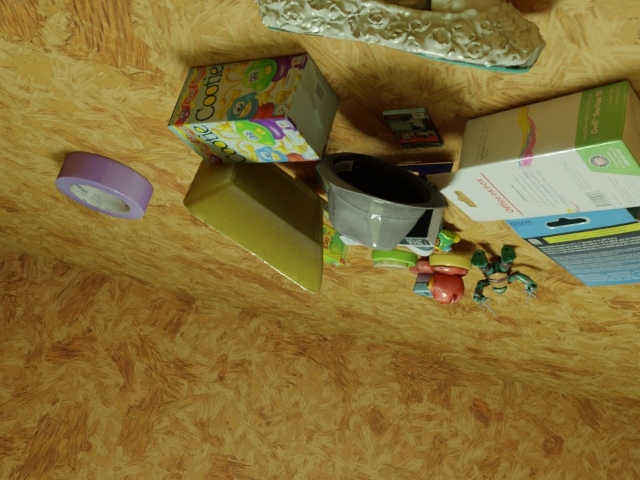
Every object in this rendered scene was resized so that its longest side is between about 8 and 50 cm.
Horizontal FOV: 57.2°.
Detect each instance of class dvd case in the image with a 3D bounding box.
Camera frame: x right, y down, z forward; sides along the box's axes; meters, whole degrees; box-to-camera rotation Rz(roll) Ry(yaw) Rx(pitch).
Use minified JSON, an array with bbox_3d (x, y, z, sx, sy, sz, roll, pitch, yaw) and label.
[{"bbox_3d":[0.183,-0.218,1.153,0.087,0.013,0.119,2,157,32],"label":"dvd case"}]

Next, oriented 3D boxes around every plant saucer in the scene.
[{"bbox_3d":[-0.109,-0.080,1.271,0.332,0.333,0.081,35,114,-18],"label":"plant saucer"}]

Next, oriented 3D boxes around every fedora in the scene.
[{"bbox_3d":[0.100,-0.066,1.113,0.243,0.124,0.275,2,-153,-28],"label":"fedora"}]

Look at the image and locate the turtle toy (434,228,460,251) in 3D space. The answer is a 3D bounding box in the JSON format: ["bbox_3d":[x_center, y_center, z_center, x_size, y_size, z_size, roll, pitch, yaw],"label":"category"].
[{"bbox_3d":[0.300,-0.003,1.557,0.095,0.066,0.130,25,169,-25],"label":"turtle toy"}]

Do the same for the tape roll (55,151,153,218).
[{"bbox_3d":[-0.666,-0.164,1.819,0.274,0.090,0.275,14,159,5],"label":"tape roll"}]

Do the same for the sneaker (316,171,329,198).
[{"bbox_3d":[0.076,-0.101,1.411,0.225,0.088,0.092,50,162,-16],"label":"sneaker"}]

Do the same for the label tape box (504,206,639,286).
[{"bbox_3d":[0.592,-0.024,1.229,0.347,0.115,0.249,31,155,-29],"label":"label tape box"}]

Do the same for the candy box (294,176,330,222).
[{"bbox_3d":[0.015,-0.076,1.486,0.206,0.027,0.105,42,173,22],"label":"candy box"}]

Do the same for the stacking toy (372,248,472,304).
[{"bbox_3d":[0.281,0.118,1.711,0.279,0.131,0.309,7,169,5],"label":"stacking toy"}]

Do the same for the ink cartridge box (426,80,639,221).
[{"bbox_3d":[0.392,-0.139,1.051,0.353,0.119,0.207,-6,151,45],"label":"ink cartridge box"}]

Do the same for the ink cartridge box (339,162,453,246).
[{"bbox_3d":[0.161,-0.086,1.242,0.206,0.208,0.045,1,150,34],"label":"ink cartridge box"}]

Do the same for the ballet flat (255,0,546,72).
[{"bbox_3d":[0.104,-0.322,0.783,0.408,0.147,0.147,12,160,8],"label":"ballet flat"}]

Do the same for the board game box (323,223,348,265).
[{"bbox_3d":[0.000,0.000,1.755,0.181,0.092,0.043,27,158,-29],"label":"board game box"}]

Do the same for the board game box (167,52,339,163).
[{"bbox_3d":[-0.128,-0.243,1.126,0.275,0.142,0.144,3,157,31],"label":"board game box"}]

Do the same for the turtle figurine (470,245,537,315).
[{"bbox_3d":[0.496,0.109,1.634,0.175,0.118,0.234,-24,135,7],"label":"turtle figurine"}]

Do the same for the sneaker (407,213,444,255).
[{"bbox_3d":[0.198,-0.070,1.448,0.226,0.086,0.163,26,148,10],"label":"sneaker"}]
